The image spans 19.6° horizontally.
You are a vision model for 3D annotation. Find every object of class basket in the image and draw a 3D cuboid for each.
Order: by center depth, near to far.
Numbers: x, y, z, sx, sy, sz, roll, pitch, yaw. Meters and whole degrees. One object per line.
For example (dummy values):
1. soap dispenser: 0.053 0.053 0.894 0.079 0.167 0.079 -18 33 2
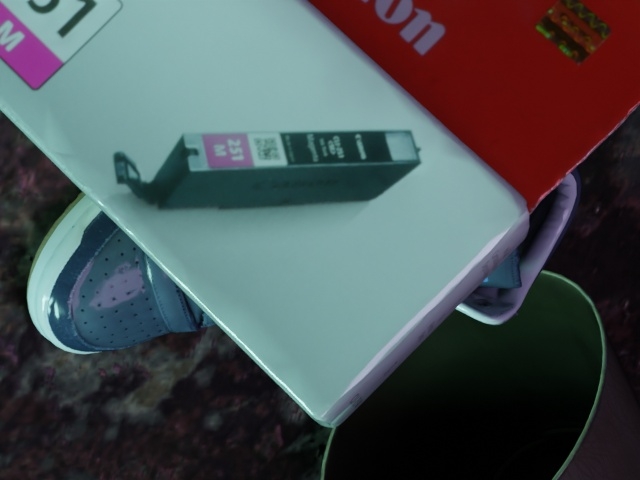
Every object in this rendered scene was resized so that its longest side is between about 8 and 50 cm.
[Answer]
1. basket: 0.136 0.152 1.146 0.204 0.154 0.227 -49 137 -2

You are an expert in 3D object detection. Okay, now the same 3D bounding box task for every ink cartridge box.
1. ink cartridge box: -0.010 -0.096 0.810 0.239 0.275 0.060 -46 170 -3

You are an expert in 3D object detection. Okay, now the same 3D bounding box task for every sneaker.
1. sneaker: 0.000 0.000 0.944 0.282 0.153 0.099 -27 130 -20
